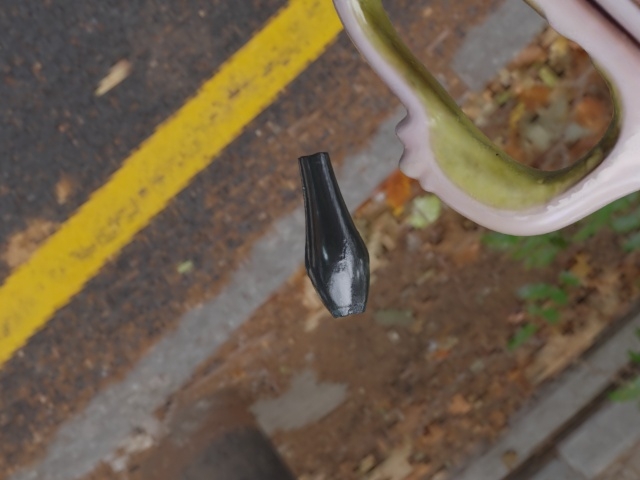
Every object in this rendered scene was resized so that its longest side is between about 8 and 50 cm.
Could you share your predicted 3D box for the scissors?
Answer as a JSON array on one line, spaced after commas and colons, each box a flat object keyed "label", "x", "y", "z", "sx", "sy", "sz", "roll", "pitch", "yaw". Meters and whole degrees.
[{"label": "scissors", "x": 0.119, "y": -0.026, "z": 0.404, "sx": 0.160, "sy": 0.317, "sz": 0.024, "roll": -51, "pitch": 171, "yaw": 31}]

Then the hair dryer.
[{"label": "hair dryer", "x": 0.000, "y": 0.000, "z": 0.724, "sx": 0.031, "sy": 0.079, "sz": 0.083, "roll": -12, "pitch": 177, "yaw": -12}]
